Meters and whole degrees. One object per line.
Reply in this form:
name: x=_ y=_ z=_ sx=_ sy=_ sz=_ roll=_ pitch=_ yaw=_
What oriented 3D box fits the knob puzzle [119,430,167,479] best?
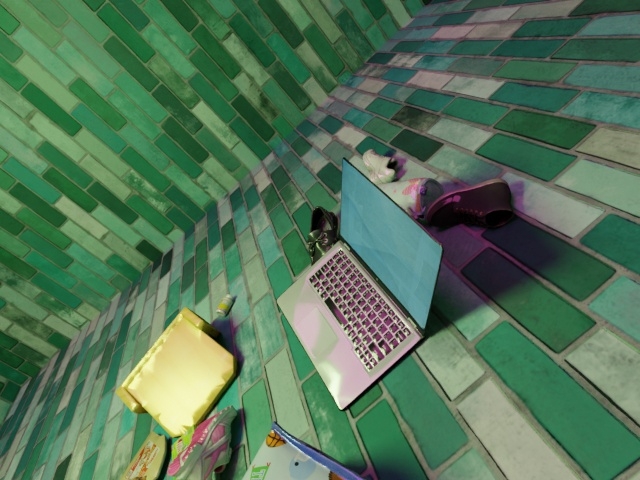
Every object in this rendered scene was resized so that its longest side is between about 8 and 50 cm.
knob puzzle: x=-0.527 y=0.695 z=1.351 sx=0.213 sy=0.030 sz=0.213 roll=-33 pitch=29 yaw=21

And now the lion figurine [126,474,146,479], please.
lion figurine: x=-0.571 y=0.822 z=1.124 sx=0.392 sy=0.142 sz=0.240 roll=-52 pitch=21 yaw=-5

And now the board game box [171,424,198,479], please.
board game box: x=-0.363 y=0.613 z=1.224 sx=0.092 sy=0.043 sz=0.181 roll=-46 pitch=27 yaw=-1

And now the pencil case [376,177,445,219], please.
pencil case: x=0.240 y=-0.115 z=1.325 sx=0.273 sy=0.113 sz=0.124 roll=3 pitch=73 yaw=55

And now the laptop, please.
laptop: x=0.053 y=0.095 z=1.038 sx=0.408 sy=0.236 sz=0.382 roll=-43 pitch=47 yaw=5

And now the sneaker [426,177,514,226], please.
sneaker: x=0.370 y=-0.071 z=1.114 sx=0.221 sy=0.083 sz=0.118 roll=-26 pitch=33 yaw=31

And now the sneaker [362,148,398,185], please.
sneaker: x=0.227 y=-0.268 z=1.599 sx=0.115 sy=0.090 sz=0.232 roll=-28 pitch=40 yaw=16

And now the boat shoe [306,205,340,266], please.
boat shoe: x=0.003 y=-0.002 z=1.490 sx=0.127 sy=0.113 sz=0.340 roll=-28 pitch=32 yaw=29

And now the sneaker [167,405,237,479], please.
sneaker: x=-0.285 y=0.544 z=1.156 sx=0.103 sy=0.111 sz=0.252 roll=-38 pitch=5 yaw=29

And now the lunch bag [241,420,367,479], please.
lunch bag: x=0.007 y=0.519 z=0.654 sx=0.385 sy=0.239 sz=0.328 roll=15 pitch=61 yaw=41

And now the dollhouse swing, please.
dollhouse swing: x=-0.445 y=0.468 z=1.520 sx=0.347 sy=0.304 sz=0.315 roll=-53 pitch=-13 yaw=-16

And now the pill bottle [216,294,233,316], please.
pill bottle: x=-0.374 y=0.255 z=1.731 sx=0.043 sy=0.043 sz=0.083 roll=-17 pitch=38 yaw=42
